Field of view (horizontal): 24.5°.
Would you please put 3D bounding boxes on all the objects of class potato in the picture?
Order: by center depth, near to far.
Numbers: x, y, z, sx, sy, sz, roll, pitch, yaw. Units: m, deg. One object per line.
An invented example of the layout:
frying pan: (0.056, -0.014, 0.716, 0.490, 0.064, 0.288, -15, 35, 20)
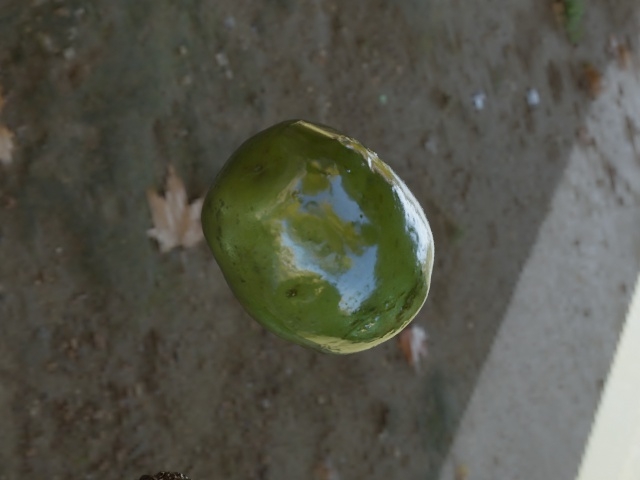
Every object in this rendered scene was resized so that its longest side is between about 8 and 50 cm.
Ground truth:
potato: (0.003, -0.001, 1.515, 0.304, 0.216, 0.215, 56, 35, -57)

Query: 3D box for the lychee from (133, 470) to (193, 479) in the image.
lychee: (-0.167, 0.357, 1.652, 0.194, 0.194, 0.194, 25, 59, -52)
